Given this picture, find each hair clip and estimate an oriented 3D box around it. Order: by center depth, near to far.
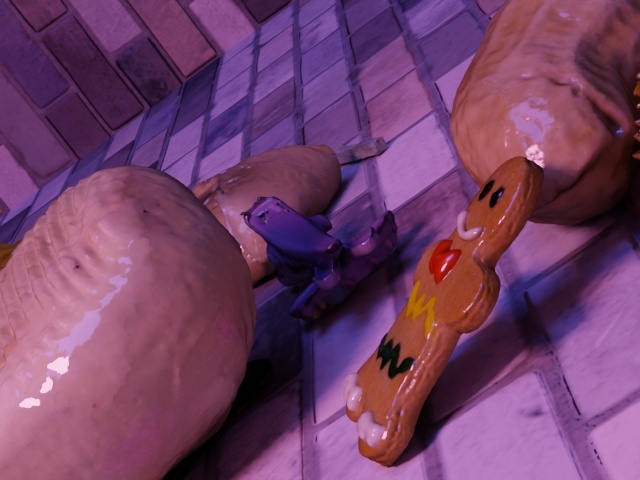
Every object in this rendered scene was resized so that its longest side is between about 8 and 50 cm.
[{"bbox_3d":[0.007,0.010,1.512,0.137,0.090,0.278,-39,20,-8],"label":"hair clip"}]

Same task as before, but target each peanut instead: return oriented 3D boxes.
[{"bbox_3d":[0.201,-0.118,1.307,0.174,0.158,0.340,9,42,23],"label":"peanut"}]

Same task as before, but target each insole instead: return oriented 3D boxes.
[{"bbox_3d":[-0.153,0.220,1.378,0.119,0.009,0.348,-16,26,51],"label":"insole"}]

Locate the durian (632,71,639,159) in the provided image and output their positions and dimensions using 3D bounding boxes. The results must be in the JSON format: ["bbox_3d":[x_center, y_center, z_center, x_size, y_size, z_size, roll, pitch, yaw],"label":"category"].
[{"bbox_3d":[0.292,-0.093,1.142,0.132,0.165,0.182,11,62,16],"label":"durian"}]

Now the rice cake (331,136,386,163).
[{"bbox_3d":[0.040,-0.106,1.896,0.022,0.022,0.121,-33,11,-27],"label":"rice cake"}]

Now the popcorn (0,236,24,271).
[{"bbox_3d":[-0.381,0.098,1.866,0.249,0.225,0.249,-30,14,8],"label":"popcorn"}]

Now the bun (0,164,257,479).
[{"bbox_3d":[-0.188,0.104,1.387,0.361,0.213,0.361,-42,25,25],"label":"bun"}]

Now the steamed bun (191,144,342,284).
[{"bbox_3d":[-0.102,-0.021,1.806,0.212,0.110,0.231,-29,14,32],"label":"steamed bun"}]

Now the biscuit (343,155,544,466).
[{"bbox_3d":[0.085,0.042,1.146,0.240,0.035,0.158,-60,14,3],"label":"biscuit"}]
